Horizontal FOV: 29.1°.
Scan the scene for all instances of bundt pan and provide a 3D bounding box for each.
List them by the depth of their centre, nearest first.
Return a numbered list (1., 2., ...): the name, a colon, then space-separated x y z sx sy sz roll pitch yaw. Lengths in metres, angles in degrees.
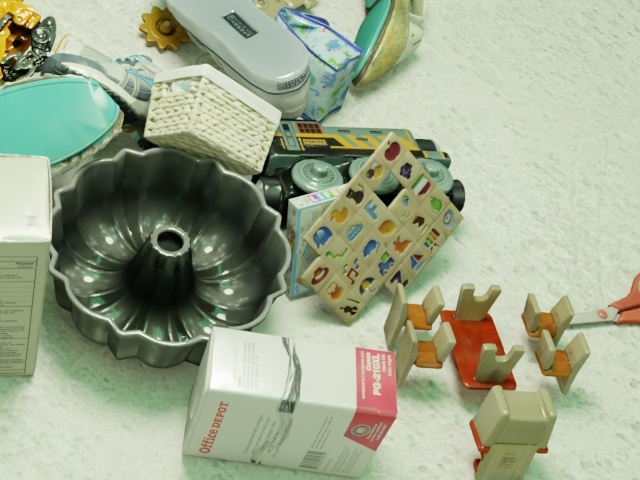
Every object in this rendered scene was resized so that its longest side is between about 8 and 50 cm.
1. bundt pan: -0.213 0.036 1.659 0.331 0.124 0.330 10 50 -12

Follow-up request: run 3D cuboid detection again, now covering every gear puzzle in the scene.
1. gear puzzle: -0.161 -0.395 2.073 0.339 0.044 0.175 -36 79 -33

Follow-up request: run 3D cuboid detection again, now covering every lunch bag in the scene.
1. lunch bag: -0.023 -0.285 1.972 0.151 0.128 0.096 36 46 14

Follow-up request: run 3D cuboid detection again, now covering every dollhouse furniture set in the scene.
1. dollhouse furniture set: 0.232 0.189 1.710 0.262 0.135 0.259 5 41 -15

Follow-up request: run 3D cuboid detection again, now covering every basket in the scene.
1. basket: -0.154 -0.164 1.748 0.167 0.113 0.103 28 67 -44

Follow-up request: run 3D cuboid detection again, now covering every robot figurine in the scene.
1. robot figurine: -0.513 -0.257 1.751 0.211 0.085 0.291 34 61 -1

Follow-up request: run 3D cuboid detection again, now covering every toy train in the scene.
1. toy train: 0.051 -0.097 1.852 0.334 0.142 0.190 -1 44 -20

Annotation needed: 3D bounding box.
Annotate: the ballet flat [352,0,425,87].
1. ballet flat: 0.125 -0.382 2.117 0.123 0.123 0.348 14 50 -8

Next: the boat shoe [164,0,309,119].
1. boat shoe: -0.130 -0.310 1.944 0.136 0.156 0.367 -32 56 -19

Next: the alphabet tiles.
1. alphabet tiles: 0.081 -0.003 1.742 0.237 0.198 0.009 -50 36 -10

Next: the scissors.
1. scissors: 0.450 0.119 1.881 0.297 0.021 0.109 -18 62 -31

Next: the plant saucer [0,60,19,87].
1. plant saucer: -0.551 -0.284 1.849 0.188 0.045 0.188 2 53 -18

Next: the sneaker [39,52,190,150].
1. sneaker: -0.291 -0.217 1.786 0.283 0.110 0.122 24 51 -47

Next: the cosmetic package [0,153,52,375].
1. cosmetic package: -0.408 0.036 1.479 0.153 0.296 0.129 3 53 -17

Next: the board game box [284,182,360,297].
1. board game box: 0.000 0.000 1.739 0.103 0.154 0.026 -16 40 -29

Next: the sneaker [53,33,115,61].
1. sneaker: -0.360 -0.196 1.814 0.121 0.099 0.262 20 50 -8

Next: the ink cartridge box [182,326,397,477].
1. ink cartridge box: -0.041 0.206 1.549 0.237 0.172 0.100 10 51 -11

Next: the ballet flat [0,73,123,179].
1. ballet flat: -0.465 -0.107 1.640 0.409 0.147 0.147 -24 63 -17
